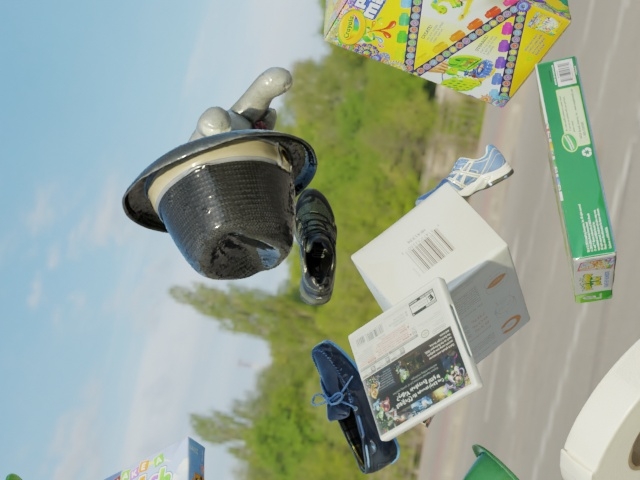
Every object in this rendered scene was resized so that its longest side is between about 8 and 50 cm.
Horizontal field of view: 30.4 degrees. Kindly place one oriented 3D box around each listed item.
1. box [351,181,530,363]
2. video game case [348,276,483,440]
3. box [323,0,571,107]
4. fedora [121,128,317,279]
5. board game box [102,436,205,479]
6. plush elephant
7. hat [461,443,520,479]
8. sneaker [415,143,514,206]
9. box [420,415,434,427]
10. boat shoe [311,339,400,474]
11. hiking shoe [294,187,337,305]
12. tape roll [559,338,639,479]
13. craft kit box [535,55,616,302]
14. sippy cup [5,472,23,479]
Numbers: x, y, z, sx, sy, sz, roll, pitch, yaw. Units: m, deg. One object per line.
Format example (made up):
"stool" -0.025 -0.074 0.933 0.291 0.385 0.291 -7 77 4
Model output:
"box" 0.222 0.088 2.088 0.215 0.168 0.345 -38 -30 -4
"video game case" 0.133 0.173 1.700 0.190 0.022 0.173 -36 58 33
"box" 0.169 -0.380 1.617 0.177 0.279 0.290 126 156 -45
"fedora" -0.133 -0.032 1.767 0.334 0.334 0.152 90 163 -70
"board game box" -0.205 0.352 1.370 0.039 0.160 0.211 43 -153 -36
"plush elephant" -0.141 -0.130 2.350 0.330 0.255 0.272 -46 -3 39
"hat" 0.241 0.455 1.946 0.173 0.183 0.208 58 168 -28
"sneaker" 0.289 -0.124 2.432 0.081 0.211 0.080 64 -178 2
"box" 0.158 0.211 1.838 0.137 0.094 0.027 -59 -24 -13
"boat shoe" 0.053 0.306 2.149 0.089 0.258 0.109 -30 -6 -26
"hiking shoe" 0.000 0.000 2.179 0.114 0.086 0.227 119 147 -67
"tape roll" 0.561 0.283 1.971 0.392 0.072 0.392 -29 -40 -27
"craft kit box" 0.319 -0.068 1.470 0.246 0.061 0.250 44 -143 -68
"sippy cup" -0.545 0.409 1.566 0.305 0.240 0.224 -42 -58 -30
